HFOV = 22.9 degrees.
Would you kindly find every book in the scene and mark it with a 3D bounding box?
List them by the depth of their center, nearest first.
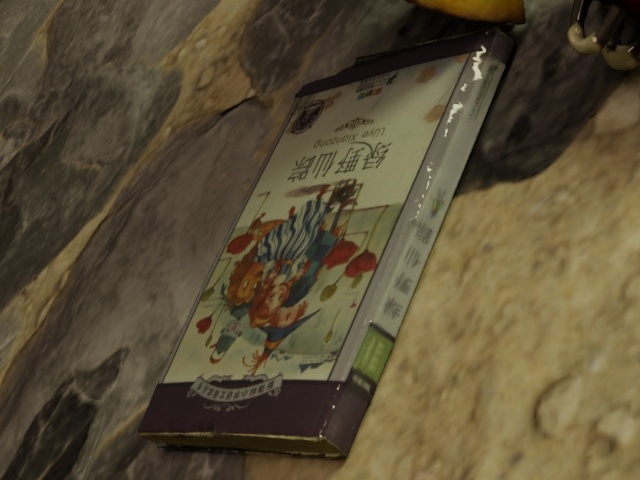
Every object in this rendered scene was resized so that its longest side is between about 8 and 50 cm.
[{"bbox_3d":[-0.001,0.000,0.792,0.157,0.026,0.231,-8,51,52],"label":"book"}]

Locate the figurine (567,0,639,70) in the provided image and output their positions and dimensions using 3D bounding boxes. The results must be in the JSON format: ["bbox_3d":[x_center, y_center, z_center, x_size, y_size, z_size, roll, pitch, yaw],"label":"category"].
[{"bbox_3d":[0.137,-0.126,0.695,0.098,0.082,0.154,-69,27,12],"label":"figurine"}]

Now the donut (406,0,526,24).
[{"bbox_3d":[0.014,-0.228,0.860,0.295,0.151,0.112,-113,35,-59],"label":"donut"}]
